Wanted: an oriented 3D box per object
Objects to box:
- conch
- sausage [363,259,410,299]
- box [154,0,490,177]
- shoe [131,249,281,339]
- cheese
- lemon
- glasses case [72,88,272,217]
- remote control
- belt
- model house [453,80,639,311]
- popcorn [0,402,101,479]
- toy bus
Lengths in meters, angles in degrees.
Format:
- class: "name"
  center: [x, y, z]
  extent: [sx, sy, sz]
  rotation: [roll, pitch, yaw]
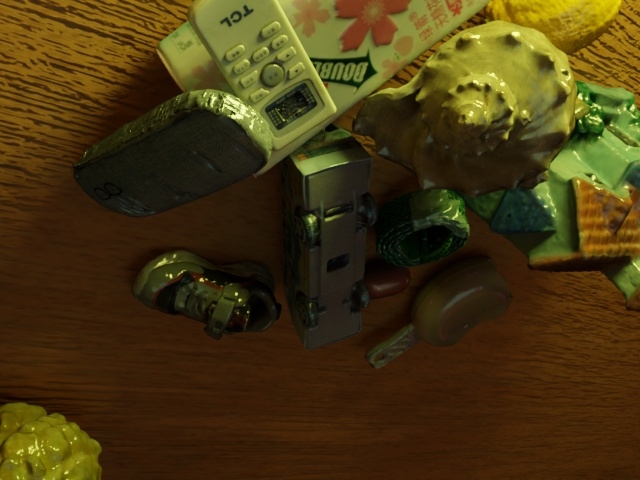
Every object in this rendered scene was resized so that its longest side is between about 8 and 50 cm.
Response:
- class: "conch"
  center: [0.182, -0.143, 0.952]
  extent: [0.263, 0.186, 0.324]
  rotation: [-8, 176, 22]
- class: "sausage"
  center: [0.101, 0.061, 1.252]
  extent: [0.094, 0.059, 0.054]
  rotation: [-15, 122, -14]
- class: "box"
  center: [0.017, -0.250, 0.879]
  extent: [0.370, 0.112, 0.190]
  rotation: [-37, 139, 4]
- class: "shoe"
  center: [-0.148, 0.092, 1.081]
  extent: [0.228, 0.125, 0.099]
  rotation: [6, 127, -37]
- class: "cheese"
  center: [0.204, 0.139, 1.374]
  extent: [0.286, 0.082, 0.163]
  rotation: [-35, 137, 5]
- class: "lemon"
  center: [0.294, -0.302, 0.979]
  extent: [0.187, 0.142, 0.142]
  rotation: [-25, 137, -1]
- class: "glasses case"
  center: [-0.168, -0.089, 0.846]
  extent: [0.283, 0.067, 0.109]
  rotation: [-14, 139, 42]
- class: "remote control"
  center: [-0.058, -0.183, 0.798]
  extent: [0.088, 0.029, 0.190]
  rotation: [-33, 130, -1]
- class: "belt"
  center: [0.154, -0.012, 1.166]
  extent: [0.151, 0.079, 0.121]
  rotation: [-25, 138, 25]
- class: "model house"
  center: [0.410, -0.051, 1.144]
  extent: [0.295, 0.329, 0.251]
  rotation: [2, 130, -35]
- class: "popcorn"
  center: [-0.430, 0.354, 1.080]
  extent: [0.226, 0.249, 0.249]
  rotation: [11, 131, 7]
- class: "toy bus"
  center: [0.000, 0.000, 1.076]
  extent: [0.109, 0.136, 0.329]
  rotation: [-17, 135, -20]
